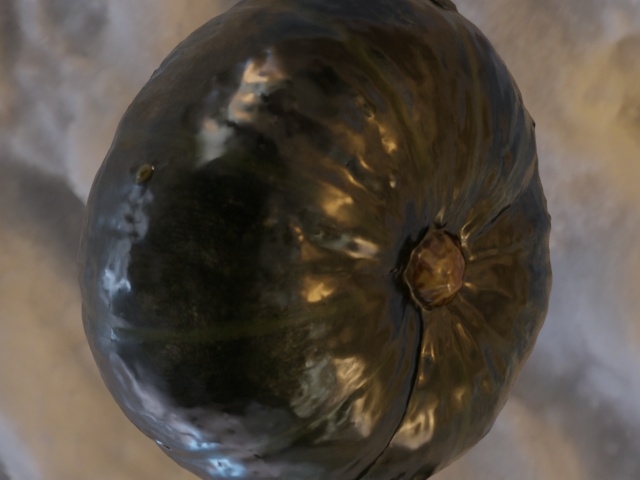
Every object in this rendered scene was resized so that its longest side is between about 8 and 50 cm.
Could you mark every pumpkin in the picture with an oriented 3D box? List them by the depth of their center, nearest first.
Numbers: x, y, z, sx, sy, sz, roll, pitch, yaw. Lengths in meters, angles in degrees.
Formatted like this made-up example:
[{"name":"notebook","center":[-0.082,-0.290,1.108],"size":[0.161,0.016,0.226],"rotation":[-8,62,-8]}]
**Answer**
[{"name":"pumpkin","center":[0.000,0.000,0.992],"size":[0.207,0.300,0.300],"rotation":[14,124,49]}]
